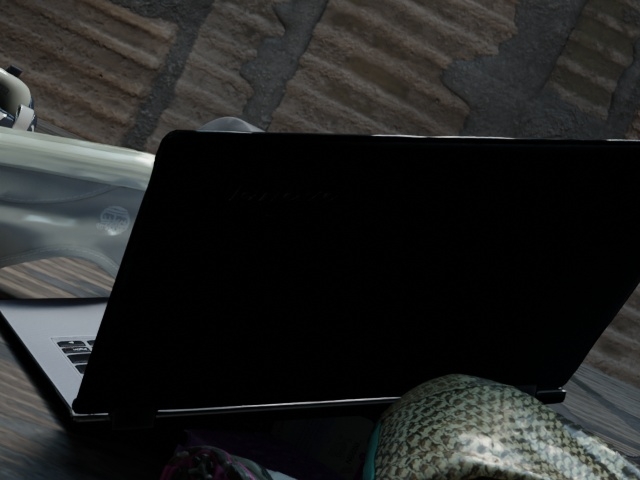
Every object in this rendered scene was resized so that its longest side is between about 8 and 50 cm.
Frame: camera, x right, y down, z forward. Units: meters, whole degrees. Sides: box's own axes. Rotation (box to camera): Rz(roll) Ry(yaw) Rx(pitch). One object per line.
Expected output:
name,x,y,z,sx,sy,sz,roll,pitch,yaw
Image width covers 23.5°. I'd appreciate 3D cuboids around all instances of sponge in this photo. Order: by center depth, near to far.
sponge,0.011,0.188,1.032,0.210,0.031,0.117,28,6,30

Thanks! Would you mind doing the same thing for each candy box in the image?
candy box,0.070,0.173,1.258,0.233,0.071,0.159,25,5,-2

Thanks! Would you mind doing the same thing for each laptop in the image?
laptop,0.000,0.000,1.104,0.382,0.236,0.408,0,15,-24

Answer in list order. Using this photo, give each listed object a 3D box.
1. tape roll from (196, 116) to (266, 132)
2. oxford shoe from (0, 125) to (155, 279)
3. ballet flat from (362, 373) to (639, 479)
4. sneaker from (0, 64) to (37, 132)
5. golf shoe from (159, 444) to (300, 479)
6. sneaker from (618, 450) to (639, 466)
tape roll,-0.094,0.000,1.421,0.072,0.219,0.219,24,5,-30
oxford shoe,-0.331,-0.041,1.257,0.449,0.130,0.169,10,3,-6
ballet flat,0.233,0.247,0.906,0.483,0.164,0.182,28,25,3
sneaker,-0.394,-0.139,1.774,0.094,0.153,0.235,24,5,-33
golf shoe,-0.004,0.173,0.892,0.186,0.067,0.086,28,4,34
sneaker,0.266,0.235,1.400,0.153,0.101,0.268,8,-16,10
